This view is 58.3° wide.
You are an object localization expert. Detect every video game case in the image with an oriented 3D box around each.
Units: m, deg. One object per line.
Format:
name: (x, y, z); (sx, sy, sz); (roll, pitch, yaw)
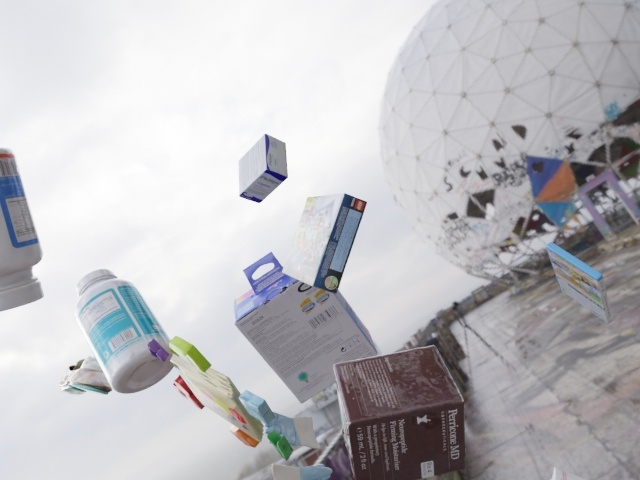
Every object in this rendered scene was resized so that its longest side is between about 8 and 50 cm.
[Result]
video game case: (0.492, 0.081, 1.088); (0.015, 0.119, 0.166); (-41, -47, -2)

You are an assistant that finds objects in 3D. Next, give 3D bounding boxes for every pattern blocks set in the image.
pattern blocks set: (-0.179, 0.263, 0.987); (0.026, 0.325, 0.285); (-46, -38, -29)

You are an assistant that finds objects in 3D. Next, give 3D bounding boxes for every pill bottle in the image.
pill bottle: (-0.471, -0.012, 0.813); (0.125, 0.221, 0.124); (-11, 7, 1)
pill bottle: (-0.425, 0.182, 1.222); (0.146, 0.264, 0.146); (-30, -30, -19)

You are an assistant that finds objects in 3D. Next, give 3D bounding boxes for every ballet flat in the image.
ballet flat: (-0.686, 0.393, 1.680); (0.108, 0.106, 0.316); (30, -30, -34)

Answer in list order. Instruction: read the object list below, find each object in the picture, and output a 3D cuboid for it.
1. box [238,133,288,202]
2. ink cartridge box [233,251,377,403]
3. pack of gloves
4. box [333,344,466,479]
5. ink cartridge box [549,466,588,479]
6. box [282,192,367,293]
box: (-0.154, -0.190, 1.527); (0.072, 0.126, 0.137); (19, -39, -34)
ink cartridge box: (-0.059, 0.217, 1.593); (0.270, 0.395, 0.151); (-34, 24, 3)
pack of gloves: (-0.037, 0.481, 1.297); (0.046, 0.195, 0.232); (-28, -30, 18)
box: (0.141, 0.321, 1.052); (0.203, 0.168, 0.167); (-10, 25, -3)
ink cartridge box: (0.682, 0.711, 1.440); (0.171, 0.233, 0.168); (20, -93, -66)
box: (0.000, 0.000, 1.024); (0.233, 0.044, 0.159); (-170, 98, -74)
